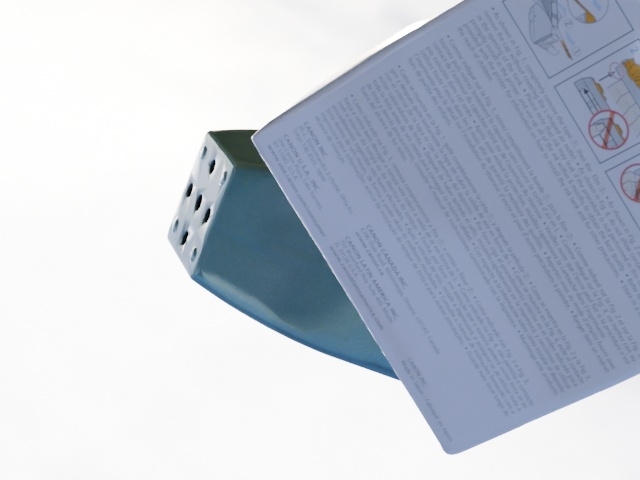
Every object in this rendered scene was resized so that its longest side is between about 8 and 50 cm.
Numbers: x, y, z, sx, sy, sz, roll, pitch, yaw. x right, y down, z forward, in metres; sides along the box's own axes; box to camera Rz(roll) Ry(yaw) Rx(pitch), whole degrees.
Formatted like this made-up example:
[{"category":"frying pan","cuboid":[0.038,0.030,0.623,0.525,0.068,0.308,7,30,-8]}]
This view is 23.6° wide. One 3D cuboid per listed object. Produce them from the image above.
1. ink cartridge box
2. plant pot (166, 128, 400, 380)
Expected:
[{"category":"ink cartridge box","cuboid":[0.082,-0.021,0.534,0.145,0.179,0.045,58,-150,-4]},{"category":"plant pot","cuboid":[0.000,0.000,1.313,0.234,0.165,0.165,16,-165,-23]}]
